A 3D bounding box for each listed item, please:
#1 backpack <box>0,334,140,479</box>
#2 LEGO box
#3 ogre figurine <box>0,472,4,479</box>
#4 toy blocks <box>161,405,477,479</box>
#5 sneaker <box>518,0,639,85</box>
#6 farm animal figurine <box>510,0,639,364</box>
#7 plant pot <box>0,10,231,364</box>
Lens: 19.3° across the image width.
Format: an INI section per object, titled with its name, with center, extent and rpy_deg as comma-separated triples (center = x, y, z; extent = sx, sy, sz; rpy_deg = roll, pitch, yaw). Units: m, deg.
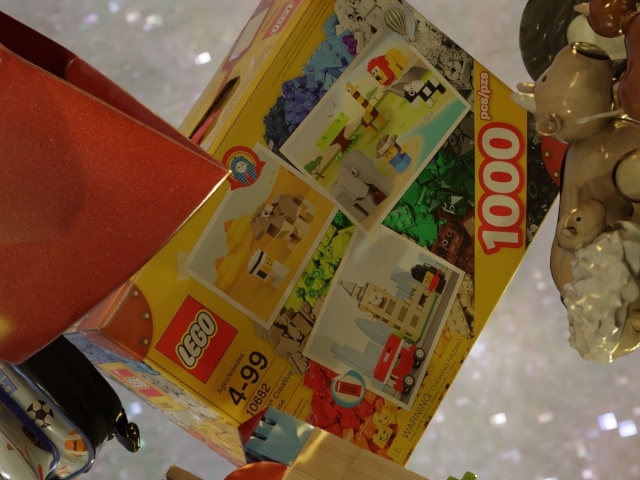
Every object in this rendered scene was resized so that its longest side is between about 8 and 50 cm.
[backpack]
center = -0.361, 0.178, 1.808
extent = 0.276, 0.263, 0.213
rpy_deg = 52, -150, -8
[LEGO box]
center = 0.000, 0.000, 2.065
extent = 0.372, 0.193, 0.500
rpy_deg = 37, -110, -18
[ogre figurine]
center = -0.311, 0.180, 1.422
extent = 0.118, 0.097, 0.197
rpy_deg = -38, -75, -40
[toy blocks]
center = -0.060, 0.304, 1.676
extent = 0.381, 0.261, 0.191
rpy_deg = -56, -20, -29
[sneaker]
center = 0.393, -0.176, 1.754
extent = 0.182, 0.410, 0.158
rpy_deg = 63, -152, -73
[farm animal figurine]
center = 0.246, -0.081, 1.523
extent = 0.330, 0.172, 0.326
rpy_deg = -16, -69, -70
[plant pot]
center = -0.287, -0.057, 1.527
extent = 0.267, 0.236, 0.267
rpy_deg = 36, -175, 41
